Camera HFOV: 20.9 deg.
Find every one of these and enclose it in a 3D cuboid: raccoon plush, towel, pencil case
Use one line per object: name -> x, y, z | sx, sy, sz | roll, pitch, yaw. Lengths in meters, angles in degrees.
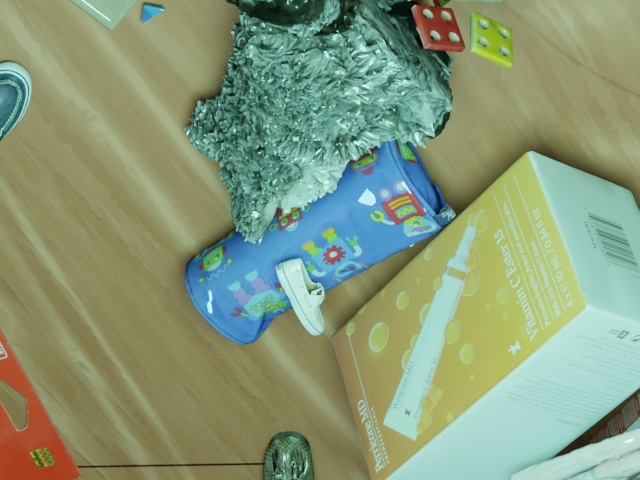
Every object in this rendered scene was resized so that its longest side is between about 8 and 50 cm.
raccoon plush -> -0.080, -0.177, 1.714 | 0.299, 0.216, 0.446 | -33, 141, 22
towel -> 0.398, 0.237, 1.904 | 0.317, 0.053, 0.332 | -23, 163, 20
pencil case -> 0.000, 0.000, 1.918 | 0.306, 0.119, 0.133 | -32, 128, 18

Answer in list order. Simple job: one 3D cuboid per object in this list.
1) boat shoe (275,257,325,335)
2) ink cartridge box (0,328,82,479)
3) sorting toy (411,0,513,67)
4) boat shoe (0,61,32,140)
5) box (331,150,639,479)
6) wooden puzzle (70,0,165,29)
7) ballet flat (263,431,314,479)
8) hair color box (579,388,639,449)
boat shoe -> -0.013, 0.059, 1.865 | 0.035, 0.035, 0.100 | -20, 118, 13
ink cartridge box -> -0.453, 0.236, 2.098 | 0.239, 0.060, 0.275 | -17, 120, 12
sorting toy -> 0.105, -0.278, 1.715 | 0.132, 0.274, 0.046 | -3, 153, -36
boat shoe -> -0.376, -0.108, 1.872 | 0.065, 0.083, 0.183 | 36, 115, -20
box -> 0.198, 0.106, 1.875 | 0.168, 0.215, 0.345 | 18, 131, -36
wooden puzzle -> -0.226, -0.265, 1.819 | 0.078, 0.014, 0.116 | -36, 115, 25
ballet flat -> -0.033, 0.350, 2.165 | 0.084, 0.058, 0.250 | -1, 121, 2
hair color box -> 0.385, 0.257, 2.111 | 0.093, 0.053, 0.167 | 32, 118, -16
